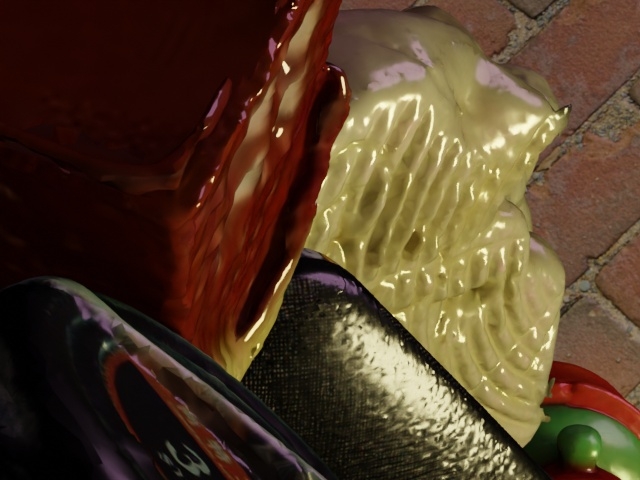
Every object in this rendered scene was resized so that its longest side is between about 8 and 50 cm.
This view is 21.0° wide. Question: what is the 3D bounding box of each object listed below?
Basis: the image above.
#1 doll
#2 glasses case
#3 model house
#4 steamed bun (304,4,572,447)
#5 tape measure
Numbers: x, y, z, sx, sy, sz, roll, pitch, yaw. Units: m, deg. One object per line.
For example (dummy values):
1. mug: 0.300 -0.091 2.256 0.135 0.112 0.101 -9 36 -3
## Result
1. doll: 0.175 0.183 1.282 0.363 0.160 0.182 -114 -161 -76
2. glasses case: 0.035 0.123 0.836 0.321 0.122 0.082 46 -3 -37
3. model house: -0.101 -0.045 0.627 0.196 0.160 0.254 20 -30 9
4. steamed bun: 0.000 0.000 0.949 0.206 0.275 0.320 34 -40 40
5. tape measure: -0.048 0.099 0.487 0.182 0.107 0.181 47 8 22
